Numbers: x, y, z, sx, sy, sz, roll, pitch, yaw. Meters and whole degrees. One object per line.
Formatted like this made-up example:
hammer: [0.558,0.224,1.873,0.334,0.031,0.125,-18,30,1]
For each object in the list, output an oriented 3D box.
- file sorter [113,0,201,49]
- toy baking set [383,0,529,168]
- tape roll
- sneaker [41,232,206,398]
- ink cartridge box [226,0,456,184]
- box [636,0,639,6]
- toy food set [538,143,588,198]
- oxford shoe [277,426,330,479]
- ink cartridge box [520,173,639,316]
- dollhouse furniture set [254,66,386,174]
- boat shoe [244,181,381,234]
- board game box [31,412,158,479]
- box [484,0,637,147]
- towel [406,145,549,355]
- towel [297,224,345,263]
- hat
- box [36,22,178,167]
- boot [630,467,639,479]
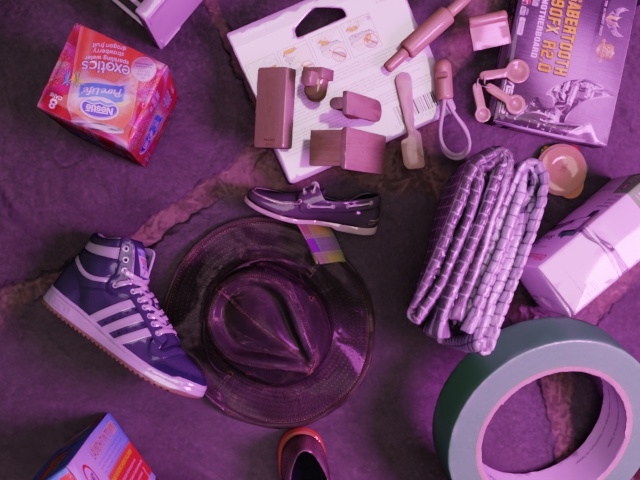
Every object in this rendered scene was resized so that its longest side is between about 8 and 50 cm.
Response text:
file sorter: [-0.210,-0.444,1.323,0.173,0.193,0.277,39,88,-2]
toy baking set: [0.193,-0.231,1.380,0.256,0.030,0.197,-38,94,-3]
tape roll: [0.327,0.269,1.377,0.321,0.077,0.321,-4,113,-10]
sneaker: [-0.252,0.097,1.350,0.282,0.099,0.153,32,86,15]
ink cartridge box: [0.029,-0.245,1.410,0.275,0.060,0.239,-24,92,-4]
box: [0.393,-0.481,1.416,0.261,0.103,0.184,14,92,-5]
toy food set: [0.373,-0.110,1.459,0.083,0.020,0.082,13,90,-4]
oxford shoe: [-0.015,0.420,1.397,0.097,0.098,0.271,-13,95,-5]
ink cartridge box: [0.404,0.005,1.394,0.219,0.160,0.092,-39,93,-4]
dollhouse furniture set: [0.003,-0.172,1.368,0.151,0.123,0.144,4,91,30]
boat shoe: [-0.008,-0.060,1.397,0.206,0.075,0.065,11,112,-12]
board game box: [-0.258,0.408,1.275,0.086,0.308,0.302,-35,93,-2]
box: [0.364,-0.271,1.438,0.183,0.056,0.231,12,90,-4]
towel: [0.208,0.012,1.343,0.121,0.235,0.283,21,88,-1]
towel: [0.000,0.000,1.406,0.060,0.009,0.083,-6,58,-42]
hat: [-0.070,0.124,1.373,0.331,0.134,0.331,0,90,-5]
box: [-0.281,-0.188,1.287,0.128,0.257,0.122,25,87,-5]
boot: [0.455,0.381,1.459,0.114,0.037,0.106,-29,110,0]
